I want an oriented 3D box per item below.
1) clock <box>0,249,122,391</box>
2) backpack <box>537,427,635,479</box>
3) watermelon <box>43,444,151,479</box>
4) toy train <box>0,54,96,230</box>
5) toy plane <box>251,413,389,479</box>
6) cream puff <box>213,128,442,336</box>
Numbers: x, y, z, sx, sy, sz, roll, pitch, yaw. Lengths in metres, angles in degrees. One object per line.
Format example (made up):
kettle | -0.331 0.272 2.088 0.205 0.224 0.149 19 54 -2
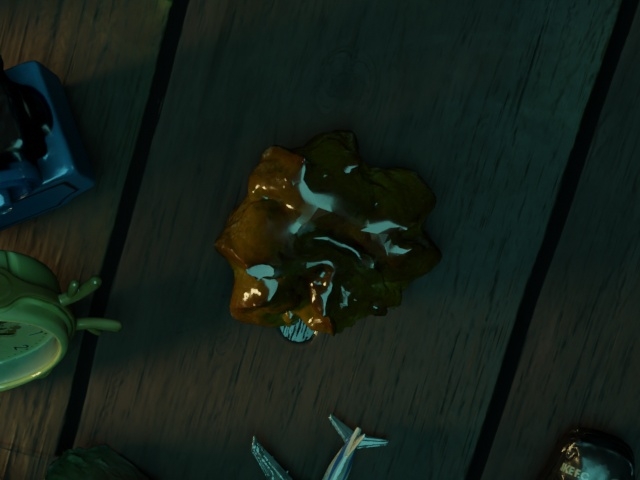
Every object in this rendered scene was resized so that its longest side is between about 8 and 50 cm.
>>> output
clock | -0.390 0.094 1.608 0.308 0.235 0.096 -12 61 -2
backpack | 0.312 0.310 1.682 0.120 0.106 0.165 14 102 3
watermelon | -0.219 0.392 1.615 0.302 0.264 0.151 32 106 3
toy train | -0.426 -0.081 1.550 0.300 0.265 0.188 -22 83 4
toy plane | 0.003 0.321 1.713 0.226 0.058 0.226 25 102 -7
cream puff | 0.000 0.000 1.619 0.241 0.155 0.269 44 91 -11
